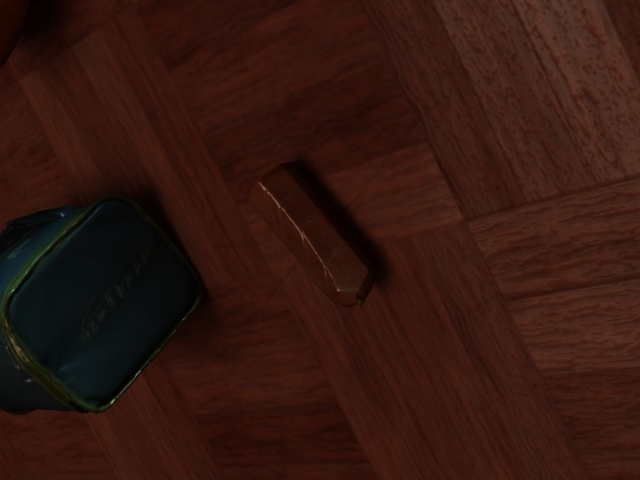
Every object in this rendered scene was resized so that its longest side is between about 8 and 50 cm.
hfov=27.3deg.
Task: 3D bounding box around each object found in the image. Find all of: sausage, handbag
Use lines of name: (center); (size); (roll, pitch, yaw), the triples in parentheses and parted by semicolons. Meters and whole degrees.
sausage: (0.000, 0.000, 1.343); (0.169, 0.065, 0.065); (51, 145, 10)
handbag: (-0.316, 0.082, 1.614); (0.241, 0.263, 0.222); (-15, 118, 52)

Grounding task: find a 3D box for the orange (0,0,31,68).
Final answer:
orange: (-0.458, -0.302, 1.518); (0.284, 0.226, 0.284); (30, 133, 38)
